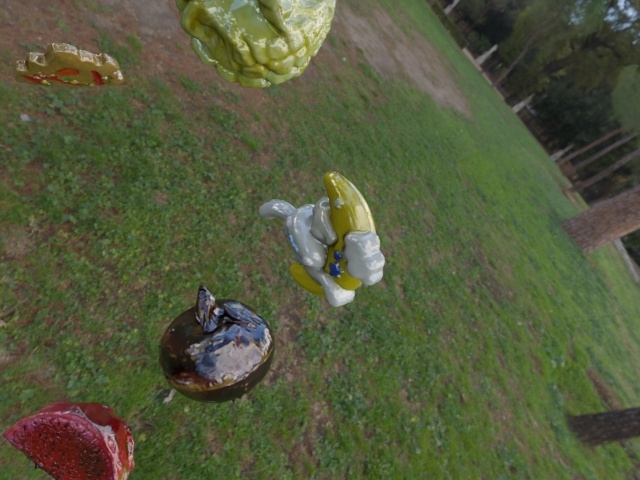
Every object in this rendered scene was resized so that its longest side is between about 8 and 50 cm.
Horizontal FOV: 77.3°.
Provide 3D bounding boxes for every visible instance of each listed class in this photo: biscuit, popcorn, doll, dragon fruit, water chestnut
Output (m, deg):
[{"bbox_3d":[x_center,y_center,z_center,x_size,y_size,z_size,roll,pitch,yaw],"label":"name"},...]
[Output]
[{"bbox_3d":[-0.562,-0.369,0.880,0.212,0.239,0.041,-53,136,-80],"label":"biscuit"},{"bbox_3d":[-0.058,-0.209,0.355,0.142,0.135,0.162,11,33,-13],"label":"popcorn"},{"bbox_3d":[0.000,0.000,0.732,0.111,0.237,0.252,-22,83,-41],"label":"doll"},{"bbox_3d":[-0.463,0.409,0.806,0.262,0.189,0.163,42,31,2],"label":"dragon fruit"},{"bbox_3d":[-0.267,0.248,1.000,0.300,0.300,0.299,31,38,-27],"label":"water chestnut"}]
